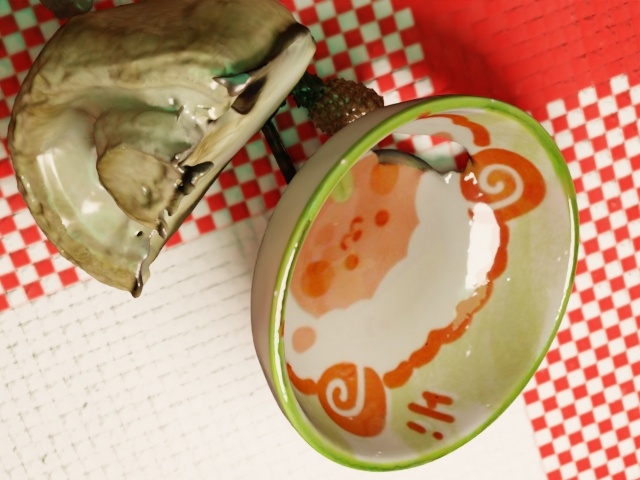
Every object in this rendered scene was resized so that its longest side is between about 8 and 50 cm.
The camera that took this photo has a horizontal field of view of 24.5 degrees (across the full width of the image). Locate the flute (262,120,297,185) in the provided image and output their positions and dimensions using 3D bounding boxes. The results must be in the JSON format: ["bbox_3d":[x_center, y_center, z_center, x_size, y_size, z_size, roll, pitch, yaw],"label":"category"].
[{"bbox_3d":[0.000,0.000,1.291,0.014,0.014,0.269,-27,113,-4],"label":"flute"}]

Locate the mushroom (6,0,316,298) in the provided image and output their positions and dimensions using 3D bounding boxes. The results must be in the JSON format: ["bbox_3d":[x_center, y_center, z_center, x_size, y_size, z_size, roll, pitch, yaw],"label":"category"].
[{"bbox_3d":[-0.132,-0.106,1.127,0.164,0.189,0.267,36,142,1],"label":"mushroom"}]

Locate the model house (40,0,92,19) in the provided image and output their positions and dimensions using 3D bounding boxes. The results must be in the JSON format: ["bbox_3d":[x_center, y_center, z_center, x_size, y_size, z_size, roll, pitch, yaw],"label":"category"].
[{"bbox_3d":[-0.269,-0.217,1.089,0.229,0.122,0.188,-15,114,-12],"label":"model house"}]

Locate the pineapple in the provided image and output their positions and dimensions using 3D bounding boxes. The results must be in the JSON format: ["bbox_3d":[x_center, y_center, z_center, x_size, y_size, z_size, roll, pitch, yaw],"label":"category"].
[{"bbox_3d":[-0.009,-0.128,1.225,0.124,0.058,0.058,31,99,-17],"label":"pineapple"}]

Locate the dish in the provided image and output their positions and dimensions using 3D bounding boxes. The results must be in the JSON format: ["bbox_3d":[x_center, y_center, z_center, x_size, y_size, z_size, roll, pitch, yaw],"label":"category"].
[{"bbox_3d":[0.060,0.022,1.239,0.324,0.124,0.324,-15,116,-33],"label":"dish"}]
